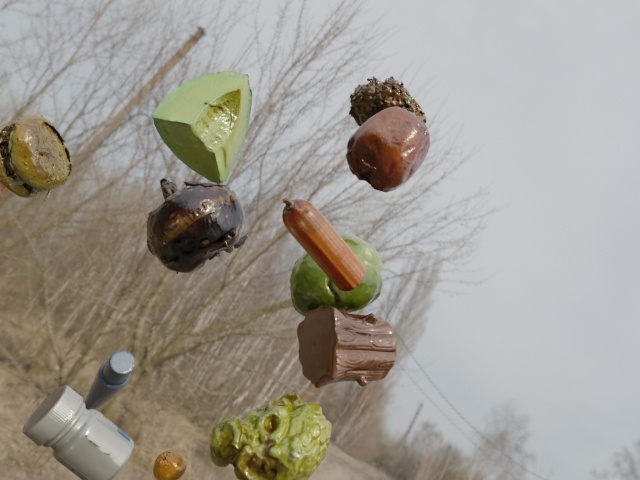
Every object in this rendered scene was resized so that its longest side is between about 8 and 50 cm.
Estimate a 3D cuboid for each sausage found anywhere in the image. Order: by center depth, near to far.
[{"bbox_3d":[0.000,0.000,1.454,0.093,0.093,0.312,10,-32,48],"label":"sausage"}]

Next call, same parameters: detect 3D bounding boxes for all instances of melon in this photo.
[{"bbox_3d":[-0.362,-0.425,2.038,0.331,0.343,0.226,41,-40,-13],"label":"melon"}]

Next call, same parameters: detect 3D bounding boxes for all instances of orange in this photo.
[{"bbox_3d":[-0.375,0.559,1.461,0.083,0.083,0.070,9,-47,50],"label":"orange"}]

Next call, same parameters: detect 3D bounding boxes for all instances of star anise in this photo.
[{"bbox_3d":[-0.350,0.013,2.199,0.208,0.172,0.063,-164,-124,-73],"label":"star anise"}]

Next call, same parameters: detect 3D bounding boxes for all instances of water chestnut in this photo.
[{"bbox_3d":[-0.372,-0.062,1.672,0.300,0.300,0.300,27,-17,9],"label":"water chestnut"}]

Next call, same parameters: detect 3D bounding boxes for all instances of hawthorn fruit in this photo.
[{"bbox_3d":[0.140,-0.195,1.253,0.174,0.179,0.173,22,20,-9],"label":"hawthorn fruit"}]

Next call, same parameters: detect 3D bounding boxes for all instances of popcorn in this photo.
[{"bbox_3d":[-0.106,0.491,1.398,0.225,0.286,0.173,36,-48,56],"label":"popcorn"}]

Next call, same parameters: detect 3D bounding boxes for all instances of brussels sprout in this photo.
[{"bbox_3d":[0.055,0.113,1.764,0.242,0.274,0.317,54,28,16],"label":"brussels sprout"}]

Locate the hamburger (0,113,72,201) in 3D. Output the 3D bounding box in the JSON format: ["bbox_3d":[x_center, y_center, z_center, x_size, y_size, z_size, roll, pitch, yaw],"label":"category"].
[{"bbox_3d":[-0.619,-0.177,1.280,0.177,0.114,0.185,-91,164,-77],"label":"hamburger"}]

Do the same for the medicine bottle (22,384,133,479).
[{"bbox_3d":[-0.424,0.347,1.041,0.168,0.105,0.105,49,-23,-19],"label":"medicine bottle"}]

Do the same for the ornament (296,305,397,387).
[{"bbox_3d":[0.078,0.285,1.623,0.218,0.221,0.235,10,17,-32],"label":"ornament"}]

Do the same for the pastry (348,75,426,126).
[{"bbox_3d":[0.221,-0.414,1.872,0.275,0.193,0.275,44,-17,17],"label":"pastry"}]

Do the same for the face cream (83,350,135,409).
[{"bbox_3d":[-0.617,0.419,1.705,0.086,0.135,0.385,45,-44,2],"label":"face cream"}]
